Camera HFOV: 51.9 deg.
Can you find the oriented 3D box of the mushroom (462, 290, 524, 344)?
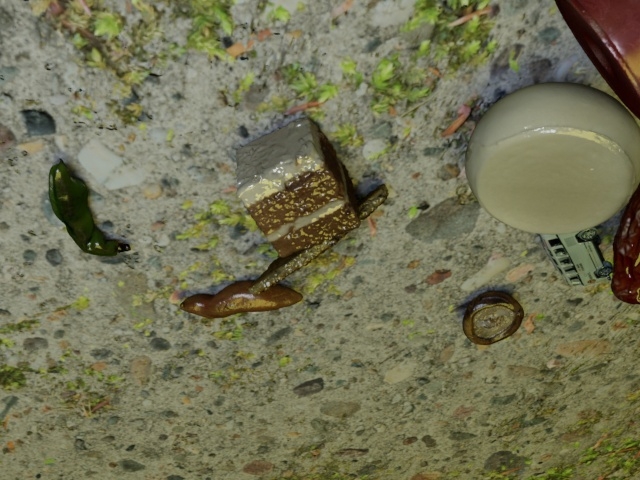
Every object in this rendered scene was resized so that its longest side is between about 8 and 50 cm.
[{"bbox_3d":[0.321,0.144,1.234,0.123,0.052,0.123,-4,126,-6],"label":"mushroom"}]

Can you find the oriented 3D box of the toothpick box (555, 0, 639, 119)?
[{"bbox_3d":[0.461,-0.307,0.731,0.333,0.204,0.204,-35,130,19],"label":"toothpick box"}]

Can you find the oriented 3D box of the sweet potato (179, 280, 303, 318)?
[{"bbox_3d":[-0.130,0.097,1.095,0.202,0.058,0.055,-6,177,-1],"label":"sweet potato"}]

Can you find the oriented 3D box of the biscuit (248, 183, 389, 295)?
[{"bbox_3d":[0.001,0.001,0.983,0.237,0.131,0.026,-34,98,20],"label":"biscuit"}]

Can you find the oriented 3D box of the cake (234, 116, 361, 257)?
[{"bbox_3d":[-0.034,-0.076,0.901,0.135,0.134,0.147,-26,124,12],"label":"cake"}]

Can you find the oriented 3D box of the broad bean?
[{"bbox_3d":[-0.339,-0.035,0.927,0.061,0.046,0.195,-26,139,-3],"label":"broad bean"}]

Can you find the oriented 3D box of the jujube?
[{"bbox_3d":[0.551,-0.003,1.046,0.168,0.168,0.236,16,103,-25],"label":"jujube"}]

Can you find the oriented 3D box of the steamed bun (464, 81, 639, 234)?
[{"bbox_3d":[0.318,-0.124,0.906,0.232,0.145,0.231,10,142,8],"label":"steamed bun"}]

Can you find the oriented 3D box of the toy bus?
[{"bbox_3d":[0.424,0.006,1.105,0.089,0.087,0.194,-25,134,21],"label":"toy bus"}]
